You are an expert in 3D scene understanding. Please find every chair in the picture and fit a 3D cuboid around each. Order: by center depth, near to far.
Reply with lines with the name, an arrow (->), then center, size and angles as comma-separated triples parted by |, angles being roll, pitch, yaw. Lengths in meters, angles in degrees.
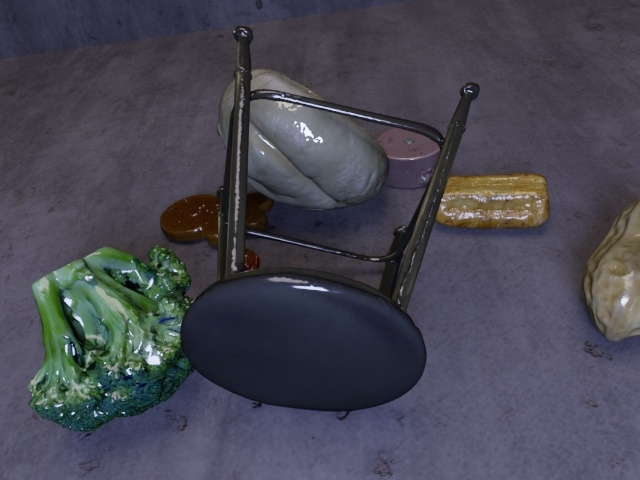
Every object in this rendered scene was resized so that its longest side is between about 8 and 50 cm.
chair -> 0.000, 0.000, 0.886 | 0.365, 0.361, 0.410 | 12, 51, -5

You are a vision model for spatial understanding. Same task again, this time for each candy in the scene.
candy -> -0.088, 0.074, 1.077 | 0.201, 0.060, 0.060 | 33, 53, 31

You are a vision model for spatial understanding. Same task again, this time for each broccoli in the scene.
broccoli -> -0.301, 0.133, 0.890 | 0.265, 0.245, 0.294 | -15, 18, 30

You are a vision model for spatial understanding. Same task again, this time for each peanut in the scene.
peanut -> 0.490, 0.028, 0.924 | 0.152, 0.152, 0.313 | 25, 51, 37

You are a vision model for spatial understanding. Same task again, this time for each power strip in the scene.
power strip -> 0.192, -0.180, 1.317 | 0.154, 0.078, 0.154 | -6, 36, 4

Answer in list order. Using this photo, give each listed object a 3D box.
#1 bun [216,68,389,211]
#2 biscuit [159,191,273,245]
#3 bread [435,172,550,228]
bun -> -0.047, -0.179, 1.209 | 0.219, 0.365, 0.365 | -58, 43, 9
biscuit -> -0.215, -0.050, 1.271 | 0.237, 0.039, 0.179 | -1, 40, 12
bread -> 0.314, -0.073, 1.144 | 0.211, 0.083, 0.114 | 3, 33, 16
